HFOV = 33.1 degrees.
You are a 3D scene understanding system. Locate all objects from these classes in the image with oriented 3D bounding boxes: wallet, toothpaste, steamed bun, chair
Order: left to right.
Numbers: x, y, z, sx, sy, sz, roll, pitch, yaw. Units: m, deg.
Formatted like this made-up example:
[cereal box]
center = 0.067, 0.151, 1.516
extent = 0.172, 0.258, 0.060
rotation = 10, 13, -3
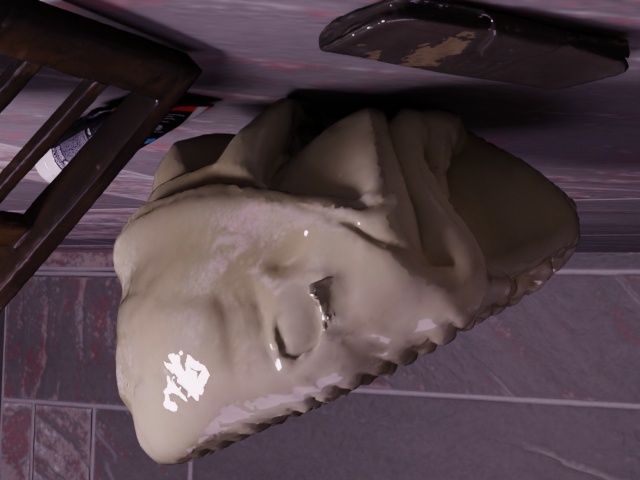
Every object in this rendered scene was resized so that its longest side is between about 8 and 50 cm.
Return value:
[chair]
center = -0.313, -0.036, 0.646
extent = 0.240, 0.416, 0.203
rotation = 48, -163, 22
[toothpaste]
center = -0.158, -0.081, 0.820
extent = 0.071, 0.045, 0.193
rotation = -6, 175, -37
[steamed bun]
center = -0.005, 0.002, 0.785
extent = 0.324, 0.219, 0.310
rotation = -31, 174, 33
[wallet]
center = 0.083, -0.101, 0.562
extent = 0.157, 0.018, 0.082
rotation = 4, 175, -30
